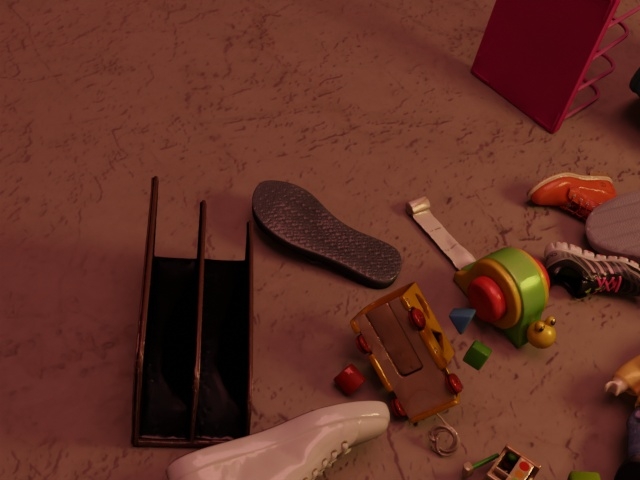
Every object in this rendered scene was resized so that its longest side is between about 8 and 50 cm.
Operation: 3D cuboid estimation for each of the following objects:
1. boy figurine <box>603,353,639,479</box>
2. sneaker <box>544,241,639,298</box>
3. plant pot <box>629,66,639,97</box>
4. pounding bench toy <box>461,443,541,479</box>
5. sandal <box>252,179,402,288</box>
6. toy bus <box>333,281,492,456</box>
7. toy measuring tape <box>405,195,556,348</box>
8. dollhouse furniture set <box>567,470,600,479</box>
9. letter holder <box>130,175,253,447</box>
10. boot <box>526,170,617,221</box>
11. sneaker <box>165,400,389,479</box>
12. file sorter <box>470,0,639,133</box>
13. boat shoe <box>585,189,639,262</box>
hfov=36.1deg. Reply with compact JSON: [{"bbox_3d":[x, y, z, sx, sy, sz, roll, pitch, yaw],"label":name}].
[{"bbox_3d":[0.481,0.222,1.361,0.177,0.092,0.285,22,50,8],"label":"boy figurine"},{"bbox_3d":[0.420,0.060,1.502,0.170,0.063,0.075,18,50,11],"label":"sneaker"},{"bbox_3d":[0.725,-0.249,1.695,0.271,0.272,0.255,-24,73,-26],"label":"plant pot"},{"bbox_3d":[0.233,0.299,1.278,0.083,0.052,0.065,33,53,17],"label":"pounding bench toy"},{"bbox_3d":[0.000,0.001,1.491,0.254,0.054,0.097,33,60,5],"label":"sandal"},{"bbox_3d":[0.132,0.158,1.339,0.191,0.202,0.104,20,20,15],"label":"toy bus"},{"bbox_3d":[0.243,0.025,1.466,0.121,0.121,0.330,-22,58,-25],"label":"toy measuring tape"},{"bbox_3d":[0.429,0.381,1.123,0.301,0.197,0.151,2,48,4],"label":"dollhouse furniture set"},{"bbox_3d":[-0.160,0.085,1.279,0.152,0.214,0.302,3,50,-7],"label":"letter holder"},{"bbox_3d":[0.419,-0.067,1.610,0.158,0.059,0.085,-4,57,-15],"label":"boot"},{"bbox_3d":[-0.036,0.292,1.218,0.290,0.106,0.123,-18,65,-13],"label":"sneaker"},{"bbox_3d":[0.433,-0.383,1.722,0.182,0.291,0.202,-31,62,-33],"label":"file sorter"},{"bbox_3d":[0.594,-0.015,1.551,0.335,0.119,0.121,-6,66,16],"label":"boat shoe"}]
